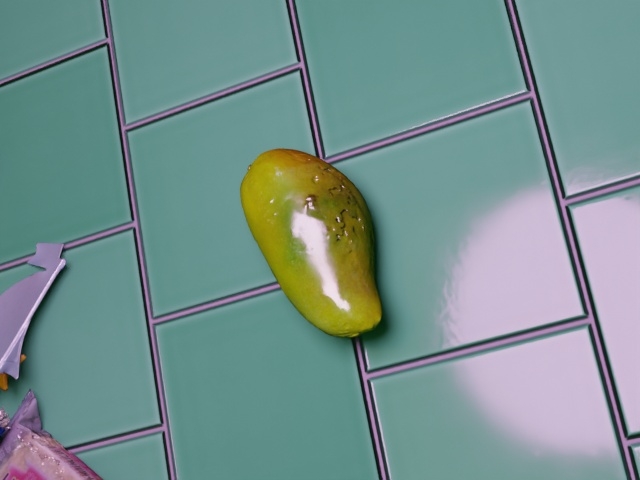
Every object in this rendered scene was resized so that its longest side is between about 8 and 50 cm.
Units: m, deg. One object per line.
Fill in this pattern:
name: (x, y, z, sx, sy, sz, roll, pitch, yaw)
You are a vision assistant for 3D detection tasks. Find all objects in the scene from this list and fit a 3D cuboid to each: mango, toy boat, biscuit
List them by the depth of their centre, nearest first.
mango: (0.000, 0.000, 1.197, 0.125, 0.111, 0.233, -39, 68, 16)
biscuit: (-0.297, 0.330, 1.268, 0.309, 0.079, 0.186, 35, 87, 25)
toy boat: (-0.398, 0.124, 1.350, 0.220, 0.067, 0.291, 15, 76, 49)
